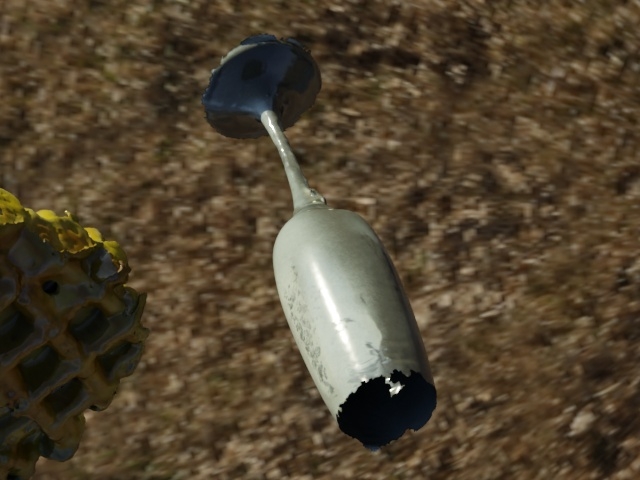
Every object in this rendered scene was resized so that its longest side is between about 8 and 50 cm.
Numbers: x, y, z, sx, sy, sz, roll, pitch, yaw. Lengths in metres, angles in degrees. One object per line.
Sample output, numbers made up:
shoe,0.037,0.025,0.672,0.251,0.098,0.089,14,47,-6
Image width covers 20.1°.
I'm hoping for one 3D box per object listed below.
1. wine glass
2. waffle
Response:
wine glass,0.000,0.000,0.932,0.074,0.074,0.262,-38,43,16
waffle,-0.162,0.047,0.780,0.149,0.194,0.051,-56,47,20
